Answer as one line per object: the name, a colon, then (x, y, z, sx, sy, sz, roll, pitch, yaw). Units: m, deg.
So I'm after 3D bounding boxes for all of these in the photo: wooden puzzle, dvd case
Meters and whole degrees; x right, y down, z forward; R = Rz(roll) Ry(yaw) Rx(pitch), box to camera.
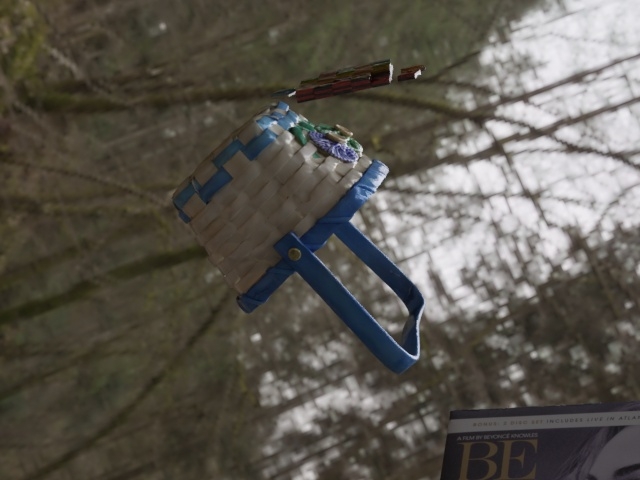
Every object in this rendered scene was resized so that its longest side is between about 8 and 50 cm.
wooden puzzle: (0.014, -0.085, 0.679, 0.049, 0.083, 0.006, -76, 154, -72)
dvd case: (0.147, 0.191, 0.797, 0.221, 0.165, 0.018, -74, 150, -44)

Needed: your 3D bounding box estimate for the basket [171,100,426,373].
basket: (0.000, 0.000, 1.341, 0.289, 0.201, 0.255, 49, 11, -7)
